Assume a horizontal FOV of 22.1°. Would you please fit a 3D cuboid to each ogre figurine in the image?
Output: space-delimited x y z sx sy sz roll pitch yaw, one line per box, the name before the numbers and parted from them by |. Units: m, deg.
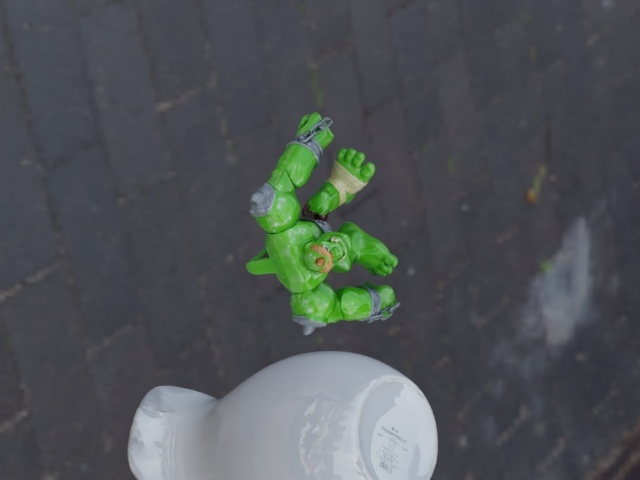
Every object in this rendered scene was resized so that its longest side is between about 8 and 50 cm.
ogre figurine | 0.000 0.000 1.464 0.118 0.097 0.197 -37 133 -40

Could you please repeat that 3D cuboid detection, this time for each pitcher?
pitcher | -0.006 0.154 1.153 0.178 0.207 0.125 33 59 -37
